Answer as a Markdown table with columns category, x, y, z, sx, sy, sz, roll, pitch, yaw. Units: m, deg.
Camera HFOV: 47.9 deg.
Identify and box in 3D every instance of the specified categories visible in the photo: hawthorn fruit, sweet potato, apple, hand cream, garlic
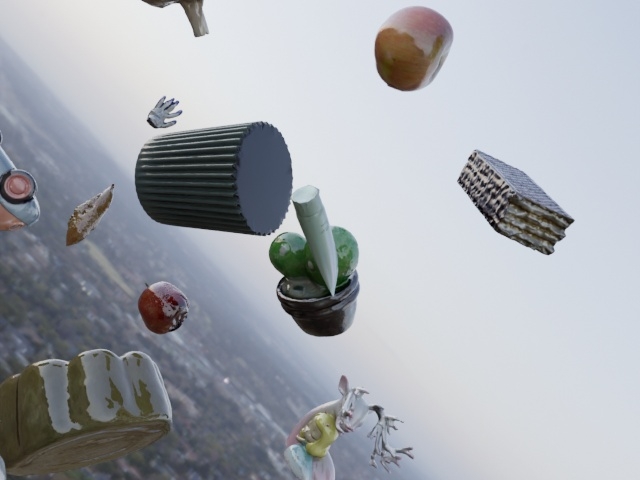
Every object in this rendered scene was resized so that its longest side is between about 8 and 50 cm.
| category | x | y | z | sx | sy | sz | roll | pitch | yaw |
| --- | --- | --- | --- | --- | --- | --- | --- | --- | --- |
| hawthorn fruit | -0.472 | 0.191 | 2.129 | 0.172 | 0.148 | 0.148 | 48 | -8 | 7 |
| sweet potato | -0.573 | -0.068 | 1.793 | 0.068 | 0.206 | 0.060 | 46 | -35 | -18 |
| apple | 0.218 | -0.460 | 1.730 | 0.164 | 0.209 | 0.209 | 29 | -12 | 12 |
| hand cream | 0.000 | 0.000 | 1.241 | 0.078 | 0.050 | 0.204 | -81 | 157 | -50 |
| garlic | -0.278 | -0.514 | 1.446 | 0.212 | 0.219 | 0.218 | 68 | -12 | -7 |

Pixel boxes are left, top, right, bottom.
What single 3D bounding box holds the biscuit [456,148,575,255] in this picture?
| category | x | y | z | sx | sy | sz | roll | pitch | yaw |
| --- | --- | --- | --- | --- | --- | --- | --- | --- | --- |
| biscuit | 0.299 | -0.064 | 1.136 | 0.106 | 0.070 | 0.252 | 22 | 21 | -13 |

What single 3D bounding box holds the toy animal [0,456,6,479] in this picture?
| category | x | y | z | sx | sy | sz | roll | pitch | yaw |
| --- | --- | --- | --- | --- | --- | --- | --- | --- | --- |
| toy animal | -0.610 | 0.471 | 1.146 | 0.194 | 0.357 | 0.258 | 3 | 3 | -5 |

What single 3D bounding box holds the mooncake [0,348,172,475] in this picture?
| category | x | y | z | sx | sy | sz | roll | pitch | yaw |
| --- | --- | --- | --- | --- | --- | --- | --- | --- | --- |
| mooncake | -0.524 | 0.372 | 1.600 | 0.378 | 0.379 | 0.200 | 66 | 4 | -68 |

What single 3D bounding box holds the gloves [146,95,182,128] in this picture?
| category | x | y | z | sx | sy | sz | roll | pitch | yaw |
| --- | --- | --- | --- | --- | --- | --- | --- | --- | --- |
| gloves | -0.358 | -0.292 | 1.664 | 0.064 | 0.086 | 0.026 | 43 | -9 | -29 |

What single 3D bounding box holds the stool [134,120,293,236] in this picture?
| category | x | y | z | sx | sy | sz | roll | pitch | yaw |
| --- | --- | --- | --- | --- | --- | --- | --- | --- | --- |
| stool | -0.282 | -0.161 | 1.896 | 0.330 | 0.297 | 0.297 | 2 | -32 | 27 |

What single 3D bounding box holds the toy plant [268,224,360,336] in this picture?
| category | x | y | z | sx | sy | sz | roll | pitch | yaw |
| --- | --- | --- | --- | --- | --- | --- | --- | --- | --- |
| toy plant | -0.004 | 0.073 | 1.460 | 0.218 | 0.175 | 0.235 | 6 | -58 | 40 |

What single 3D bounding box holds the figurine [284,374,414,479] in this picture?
| category | x | y | z | sx | sy | sz | roll | pitch | yaw |
| --- | --- | --- | --- | --- | --- | --- | --- | --- | --- |
| figurine | 0.068 | 0.496 | 1.805 | 0.206 | 0.315 | 0.284 | 30 | 17 | -18 |

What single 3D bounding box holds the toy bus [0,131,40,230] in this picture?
| category | x | y | z | sx | sy | sz | roll | pitch | yaw |
| --- | --- | --- | --- | --- | --- | --- | --- | --- | --- |
| toy bus | -0.726 | -0.123 | 1.481 | 0.287 | 0.232 | 0.194 | 61 | -19 | -13 |
